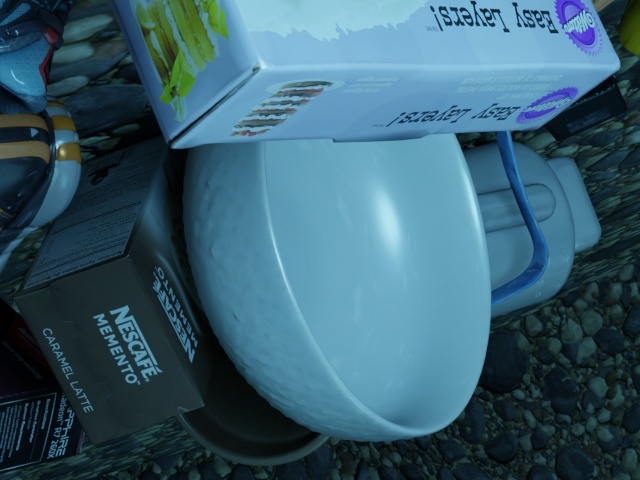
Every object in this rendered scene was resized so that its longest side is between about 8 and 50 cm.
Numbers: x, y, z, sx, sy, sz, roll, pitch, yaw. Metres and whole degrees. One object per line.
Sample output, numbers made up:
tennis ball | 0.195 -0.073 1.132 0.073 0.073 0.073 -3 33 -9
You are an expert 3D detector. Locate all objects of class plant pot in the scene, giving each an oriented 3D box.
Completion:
plant pot | -0.053 0.138 1.907 0.263 0.263 0.229 -27 -176 24

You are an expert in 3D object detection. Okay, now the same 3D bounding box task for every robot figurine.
robot figurine | 0.152 0.000 1.668 0.353 0.199 0.300 -15 166 -26

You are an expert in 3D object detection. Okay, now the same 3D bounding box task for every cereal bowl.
cereal bowl | 0.000 0.000 1.164 0.141 0.339 0.339 -13 173 32

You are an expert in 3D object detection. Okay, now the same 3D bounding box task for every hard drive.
hard drive | 0.307 -0.155 1.680 0.094 0.022 0.135 -24 167 13

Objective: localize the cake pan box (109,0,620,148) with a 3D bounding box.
cake pan box | 0.001 -0.164 0.639 0.267 0.245 0.070 -6 161 -47

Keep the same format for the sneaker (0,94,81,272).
sneaker | -0.330 -0.009 1.091 0.180 0.124 0.321 -4 148 -42

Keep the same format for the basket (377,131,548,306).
basket | 0.084 -0.005 1.420 0.289 0.254 0.201 -29 -151 -13

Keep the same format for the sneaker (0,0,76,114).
sneaker | -0.164 -0.123 0.744 0.262 0.125 0.104 -37 171 -7

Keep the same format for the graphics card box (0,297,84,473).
graphics card box | -0.411 0.127 1.233 0.371 0.233 0.094 -9 124 -44

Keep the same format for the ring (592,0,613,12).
ring | 0.166 -0.219 1.086 0.337 0.032 0.336 -28 165 -8

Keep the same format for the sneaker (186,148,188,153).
sneaker | -0.105 -0.046 1.348 0.226 0.086 0.163 -34 172 19

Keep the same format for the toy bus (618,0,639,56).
toy bus | 0.333 -0.225 1.248 0.202 0.104 0.191 -63 180 25

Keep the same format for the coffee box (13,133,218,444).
coffee box | -0.147 0.030 1.153 0.098 0.141 0.246 -19 -156 12
